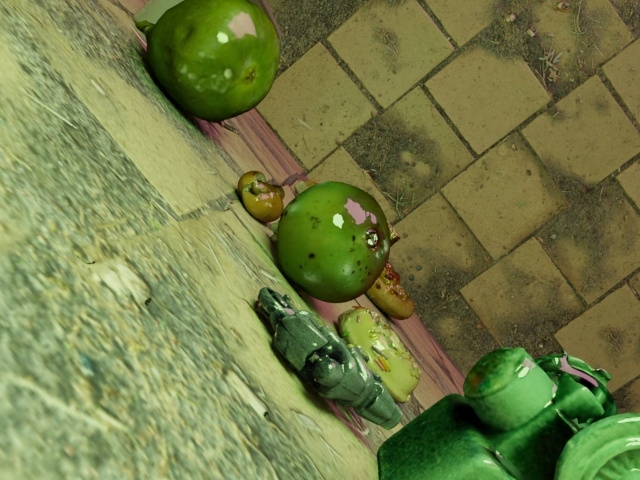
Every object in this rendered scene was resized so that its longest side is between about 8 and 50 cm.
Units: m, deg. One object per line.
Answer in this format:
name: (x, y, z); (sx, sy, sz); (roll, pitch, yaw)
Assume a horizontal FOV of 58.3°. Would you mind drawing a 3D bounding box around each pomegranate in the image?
pomegranate: (0.000, 0.000, 0.864); (0.209, 0.180, 0.180); (5, -30, 41)

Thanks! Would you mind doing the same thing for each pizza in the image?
pizza: (0.153, 0.091, 1.692); (0.409, 0.114, 0.278); (52, 10, -26)

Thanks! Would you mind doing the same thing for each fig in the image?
fig: (-0.202, -0.358, 1.035); (0.233, 0.233, 0.314); (44, 16, -54)

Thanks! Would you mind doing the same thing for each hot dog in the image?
hot dog: (-0.095, -0.074, 0.971); (0.090, 0.060, 0.140); (59, 4, 17)

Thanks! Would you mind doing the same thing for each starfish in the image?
starfish: (-0.227, -0.277, 1.243); (0.133, 0.041, 0.130); (57, 13, -12)

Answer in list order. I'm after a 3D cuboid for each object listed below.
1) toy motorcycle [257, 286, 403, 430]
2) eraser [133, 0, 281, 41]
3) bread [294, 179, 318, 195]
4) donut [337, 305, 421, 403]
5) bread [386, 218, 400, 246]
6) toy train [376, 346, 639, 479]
toy motorcycle: (0.010, 0.123, 0.583); (0.193, 0.061, 0.124); (44, 2, -15)
eraser: (-0.257, -0.525, 1.418); (0.122, 0.272, 0.359); (51, 4, 8)
bread: (-0.016, -0.127, 1.775); (0.125, 0.082, 0.106); (51, -1, -39)
donut: (0.095, 0.175, 0.903); (0.174, 0.068, 0.174); (51, 7, -9)
bread: (0.194, -0.018, 1.738); (0.083, 0.070, 0.076); (57, 5, 18)
toy train: (0.182, 0.229, 0.417); (0.299, 0.238, 0.167); (50, 7, 0)
